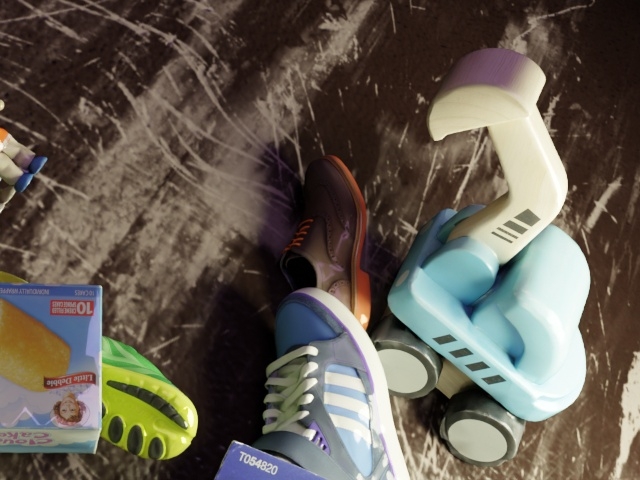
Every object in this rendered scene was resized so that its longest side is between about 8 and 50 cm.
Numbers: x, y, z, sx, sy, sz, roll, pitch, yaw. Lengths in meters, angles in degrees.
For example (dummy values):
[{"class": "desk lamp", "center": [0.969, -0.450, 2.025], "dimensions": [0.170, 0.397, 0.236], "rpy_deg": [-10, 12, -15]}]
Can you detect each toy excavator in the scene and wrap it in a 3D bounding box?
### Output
[{"class": "toy excavator", "center": [0.225, 0.016, 1.713], "dimensions": [0.433, 0.445, 0.222], "rpy_deg": [40, 43, -10]}]

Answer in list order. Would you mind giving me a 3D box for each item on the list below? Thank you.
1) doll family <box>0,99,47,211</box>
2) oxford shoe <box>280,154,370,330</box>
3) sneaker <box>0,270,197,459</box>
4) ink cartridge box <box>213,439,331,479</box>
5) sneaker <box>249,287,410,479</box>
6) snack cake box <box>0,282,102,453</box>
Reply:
[{"class": "doll family", "center": [-0.434, -0.049, 1.479], "dimensions": [0.163, 0.118, 0.263], "rpy_deg": [40, 61, -19]}, {"class": "oxford shoe", "center": [0.000, 0.000, 1.800], "dimensions": [0.098, 0.097, 0.271], "rpy_deg": [10, 55, -28]}, {"class": "sneaker", "center": [-0.265, 0.142, 1.484], "dimensions": [0.295, 0.123, 0.109], "rpy_deg": [35, 85, 3]}, {"class": "ink cartridge box", "center": [-0.044, 0.355, 1.456], "dimensions": [0.223, 0.045, 0.224], "rpy_deg": [26, 86, -23]}, {"class": "sneaker", "center": [-0.034, 0.214, 1.590], "dimensions": [0.236, 0.130, 0.323], "rpy_deg": [-7, 71, -47]}, {"class": "snack cake box", "center": [-0.349, 0.125, 1.345], "dimensions": [0.264, 0.089, 0.152], "rpy_deg": [2, 65, -13]}]
